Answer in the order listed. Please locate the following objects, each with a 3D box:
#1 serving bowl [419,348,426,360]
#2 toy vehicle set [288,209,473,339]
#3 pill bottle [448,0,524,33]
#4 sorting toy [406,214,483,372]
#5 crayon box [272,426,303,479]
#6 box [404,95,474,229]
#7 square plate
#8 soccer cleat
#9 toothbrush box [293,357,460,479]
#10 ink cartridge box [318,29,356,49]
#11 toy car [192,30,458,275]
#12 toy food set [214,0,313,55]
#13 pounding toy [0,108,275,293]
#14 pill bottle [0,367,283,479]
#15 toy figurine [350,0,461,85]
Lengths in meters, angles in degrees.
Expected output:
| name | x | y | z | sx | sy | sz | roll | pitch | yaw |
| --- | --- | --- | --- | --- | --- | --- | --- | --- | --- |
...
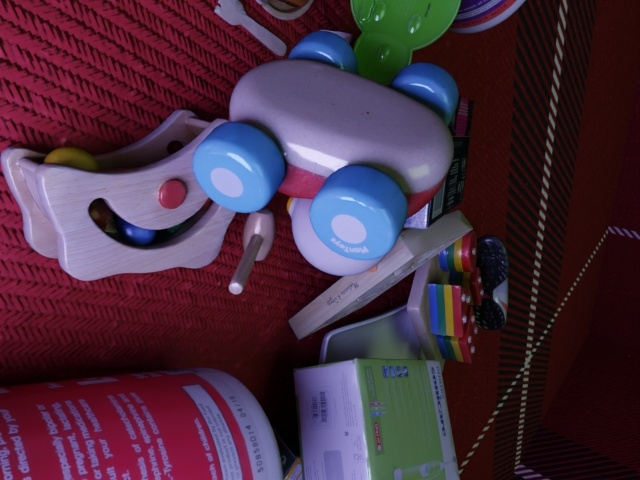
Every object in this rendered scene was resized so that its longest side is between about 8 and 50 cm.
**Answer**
| name | x | y | z | sx | sy | sz | roll | pitch | yaw |
| --- | --- | --- | --- | --- | --- | --- | --- | --- | --- |
| serving bowl | 0.267 | 0.258 | 1.192 | 0.083 | 0.027 | 0.083 | -23 | 121 | -44 |
| toy vehicle set | 0.083 | 0.055 | 0.732 | 0.166 | 0.035 | 0.267 | -19 | 162 | -45 |
| pill bottle | 0.165 | -0.429 | 0.646 | 0.323 | 0.181 | 0.182 | 16 | 93 | -53 |
| sorting toy | 0.276 | 0.108 | 1.029 | 0.255 | 0.089 | 0.257 | 62 | 40 | -43 |
| crayon box | -0.011 | 0.453 | 0.822 | 0.323 | 0.083 | 0.203 | 37 | 84 | -39 |
| box | 0.112 | -0.118 | 0.674 | 0.247 | 0.142 | 0.164 | -24 | 120 | -62 |
| square plate | 0.086 | 0.291 | 0.966 | 0.347 | 0.049 | 0.344 | -9 | 112 | -49 |
| soccer cleat | 0.443 | 0.095 | 1.296 | 0.116 | 0.108 | 0.318 | -63 | 145 | -44 |
| toothbrush box | 0.097 | 0.298 | 0.777 | 0.283 | 0.122 | 0.206 | 17 | 61 | -50 |
| ink cartridge box | 0.029 | -0.167 | 0.716 | 0.224 | 0.056 | 0.181 | 13 | 95 | -71 |
| toy car | 0.007 | -0.046 | 0.513 | 0.238 | 0.210 | 0.219 | 100 | 15 | -49 |
| toy food set | -0.037 | -0.320 | 0.560 | 0.132 | 0.038 | 0.192 | 17 | 92 | -53 |
| pounding toy | -0.128 | -0.043 | 0.472 | 0.269 | 0.154 | 0.154 | -5 | 112 | -53 |
| pill bottle | -0.239 | 0.232 | 0.393 | 0.407 | 0.229 | 0.229 | 12 | 96 | -52 |
| toy figurine | 0.106 | -0.276 | 0.653 | 0.159 | 0.130 | 0.173 | -32 | 142 | -77 |
